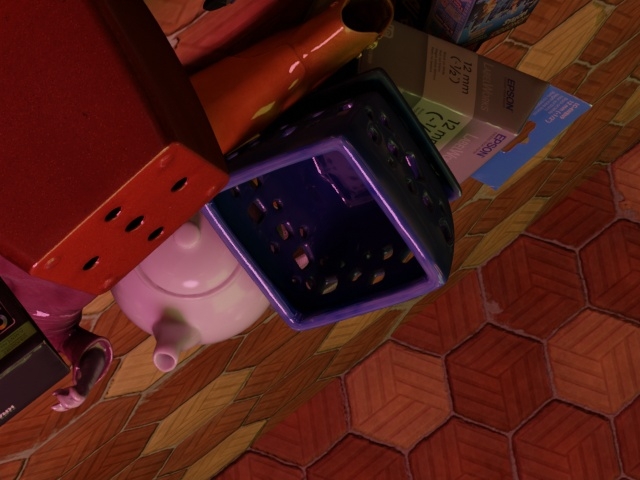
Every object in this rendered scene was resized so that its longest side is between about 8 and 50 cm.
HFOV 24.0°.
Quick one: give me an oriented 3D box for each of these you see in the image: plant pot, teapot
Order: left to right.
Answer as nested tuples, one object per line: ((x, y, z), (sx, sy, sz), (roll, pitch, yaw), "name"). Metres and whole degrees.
((-0.243, -0.099, 1.432), (0.267, 0.236, 0.267), (-41, 165, 4), "plant pot")
((-0.160, 0.003, 1.890), (0.252, 0.256, 0.187), (-35, 169, -8), "teapot")
((0.026, -0.060, 1.817), (0.236, 0.236, 0.212), (-20, -154, 33), "plant pot")

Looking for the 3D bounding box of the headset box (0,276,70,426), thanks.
((-0.421, 0.099, 1.471), (0.246, 0.283, 0.131), (-37, 164, -9), "headset box")

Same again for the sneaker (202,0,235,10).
((-0.114, -0.288, 1.469), (0.124, 0.107, 0.283), (-36, 165, 7), "sneaker")

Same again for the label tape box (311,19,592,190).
((0.150, -0.143, 2.009), (0.249, 0.347, 0.115), (-43, -148, 52), "label tape box")

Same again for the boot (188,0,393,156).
((-0.049, -0.204, 1.759), (0.211, 0.104, 0.295), (-30, -173, 41), "boot")

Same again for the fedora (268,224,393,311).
((0.000, 0.000, 2.469), (0.275, 0.124, 0.244), (-34, 163, 8), "fedora")

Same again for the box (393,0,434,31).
((0.225, -0.401, 1.993), (0.257, 0.079, 0.322), (-34, 164, -15), "box")

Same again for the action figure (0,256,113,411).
((-0.340, 0.049, 1.802), (0.276, 0.248, 0.370), (-63, 180, -39), "action figure")

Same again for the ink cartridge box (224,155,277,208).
((-0.142, -0.053, 2.111), (0.109, 0.062, 0.209), (-41, 165, 3), "ink cartridge box")

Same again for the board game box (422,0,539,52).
((0.211, -0.307, 1.965), (0.194, 0.060, 0.194), (-28, 162, -37), "board game box")
